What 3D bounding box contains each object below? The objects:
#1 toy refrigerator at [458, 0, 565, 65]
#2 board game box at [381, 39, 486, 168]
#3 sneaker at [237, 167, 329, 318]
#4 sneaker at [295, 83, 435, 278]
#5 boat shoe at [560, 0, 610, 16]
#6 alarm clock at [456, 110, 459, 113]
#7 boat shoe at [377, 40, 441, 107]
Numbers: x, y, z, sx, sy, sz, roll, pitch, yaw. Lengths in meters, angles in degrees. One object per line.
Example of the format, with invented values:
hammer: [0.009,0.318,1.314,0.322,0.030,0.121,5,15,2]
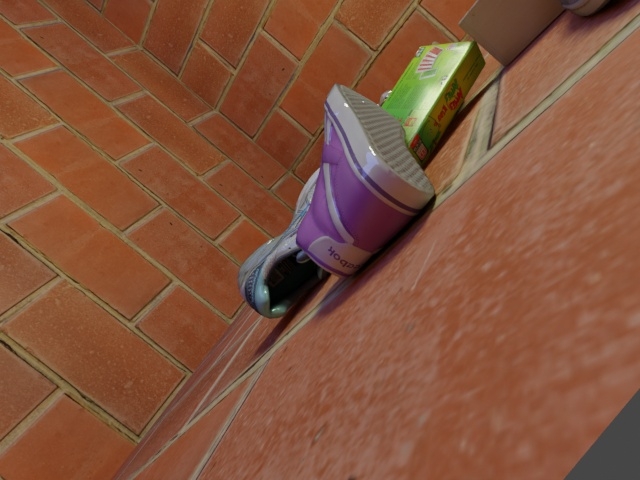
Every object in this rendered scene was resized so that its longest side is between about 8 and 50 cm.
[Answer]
toy refrigerator: [0.288,-0.359,0.619,0.269,0.094,0.102,-53,4,-37]
board game box: [0.137,-0.186,0.611,0.092,0.043,0.181,20,73,48]
sneaker: [0.000,0.000,0.641,0.283,0.110,0.122,-53,22,0]
sneaker: [0.021,-0.073,0.515,0.161,0.102,0.282,-54,19,29]
boat shoe: [0.231,-0.300,0.410,0.320,0.103,0.118,-70,7,-46]
alarm clock: [0.166,-0.204,0.745,0.129,0.064,0.192,-51,7,-5]
boat shoe: [0.165,-0.262,0.942,0.341,0.110,0.121,-50,4,-5]
